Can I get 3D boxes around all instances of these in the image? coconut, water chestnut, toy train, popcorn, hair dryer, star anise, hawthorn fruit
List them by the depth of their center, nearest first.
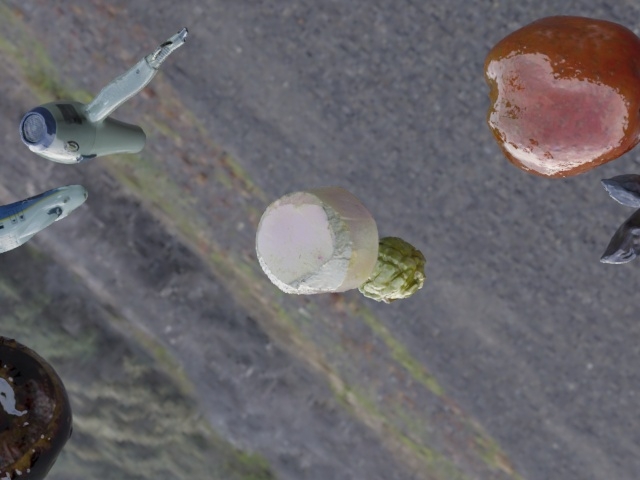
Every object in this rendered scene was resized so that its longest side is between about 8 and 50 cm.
[{"bbox_3d":[-0.189,-0.140,1.242,0.067,0.199,0.167,59,-170,12],"label":"hair dryer"},{"bbox_3d":[0.263,-0.155,1.305,0.189,0.189,0.189,34,163,12],"label":"hawthorn fruit"},{"bbox_3d":[0.469,-0.054,1.549,0.212,0.283,0.129,64,175,-26],"label":"star anise"},{"bbox_3d":[0.000,0.000,1.623,0.147,0.147,0.153,32,-165,19],"label":"coconut"},{"bbox_3d":[-0.436,-0.021,1.742,0.052,0.234,0.051,97,150,-58],"label":"toy train"},{"bbox_3d":[-0.537,0.290,1.899,0.300,0.300,0.300,34,163,12],"label":"water chestnut"},{"bbox_3d":[0.109,0.050,1.930,0.116,0.106,0.120,37,-165,-27],"label":"popcorn"}]
